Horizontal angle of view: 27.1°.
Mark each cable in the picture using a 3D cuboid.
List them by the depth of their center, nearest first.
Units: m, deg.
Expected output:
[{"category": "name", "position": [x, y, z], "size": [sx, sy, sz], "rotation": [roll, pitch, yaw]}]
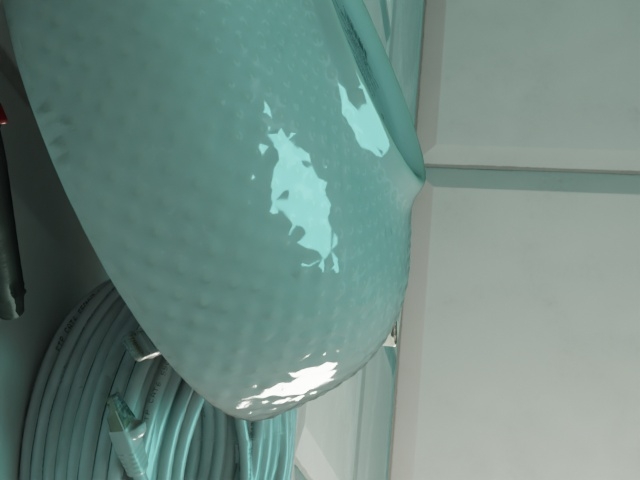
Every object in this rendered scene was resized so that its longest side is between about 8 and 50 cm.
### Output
[{"category": "cable", "position": [-0.094, 0.141, 0.860], "size": [0.257, 0.089, 0.257], "rotation": [-36, 128, -64]}]

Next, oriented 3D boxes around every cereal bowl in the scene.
[{"category": "cereal bowl", "position": [-0.035, -0.078, 0.757], "size": [0.339, 0.141, 0.339], "rotation": [-22, 90, -78]}]

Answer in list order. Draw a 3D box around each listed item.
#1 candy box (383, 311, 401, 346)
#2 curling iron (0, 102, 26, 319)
[{"category": "candy box", "position": [0.000, 0.000, 1.340], "size": [0.071, 0.159, 0.233], "rotation": [-77, 167, -47]}, {"category": "curling iron", "position": [-0.165, -0.073, 0.638], "size": [0.068, 0.035, 0.274], "rotation": [-75, 165, -55]}]
